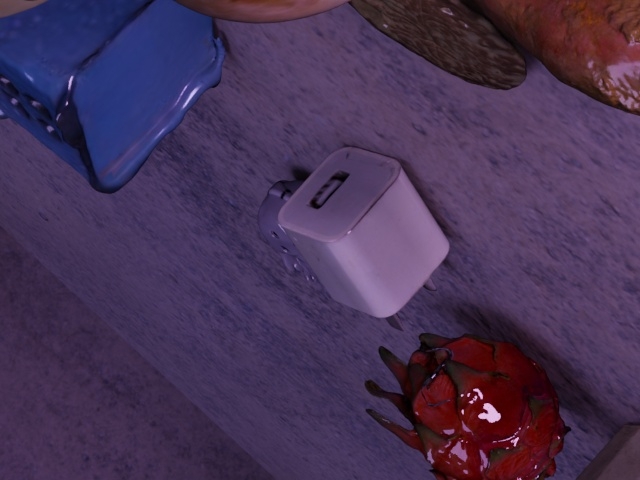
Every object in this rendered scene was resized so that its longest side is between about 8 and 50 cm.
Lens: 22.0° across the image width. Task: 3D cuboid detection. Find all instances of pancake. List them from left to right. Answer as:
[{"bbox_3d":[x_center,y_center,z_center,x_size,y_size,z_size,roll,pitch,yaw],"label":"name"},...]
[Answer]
[{"bbox_3d":[0.088,-0.194,1.430,0.212,0.029,0.235,33,174,-10],"label":"pancake"}]

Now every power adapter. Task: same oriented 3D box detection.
[{"bbox_3d":[0.065,0.014,1.857,0.125,0.130,0.205,20,151,48],"label":"power adapter"}]

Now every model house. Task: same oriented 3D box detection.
[{"bbox_3d":[-0.289,-0.242,1.808,0.303,0.237,0.215,36,162,17],"label":"model house"}]

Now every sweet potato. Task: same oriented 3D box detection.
[{"bbox_3d":[0.206,-0.161,1.222,0.385,0.109,0.109,28,158,38],"label":"sweet potato"}]

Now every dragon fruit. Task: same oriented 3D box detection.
[{"bbox_3d":[0.182,0.202,1.972,0.274,0.192,0.193,45,142,16],"label":"dragon fruit"}]

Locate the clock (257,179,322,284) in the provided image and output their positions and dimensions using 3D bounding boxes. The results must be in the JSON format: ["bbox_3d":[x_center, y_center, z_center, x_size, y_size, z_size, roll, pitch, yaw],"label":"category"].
[{"bbox_3d":[0.000,0.000,2.034,0.117,0.080,0.176,23,156,45],"label":"clock"}]

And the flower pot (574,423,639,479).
[{"bbox_3d":[0.356,0.338,1.900,0.212,0.202,0.212,37,160,16],"label":"flower pot"}]

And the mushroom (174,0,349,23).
[{"bbox_3d":[-0.051,-0.315,1.158,0.290,0.292,0.292,51,169,31],"label":"mushroom"}]

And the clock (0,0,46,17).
[{"bbox_3d":[-0.327,-0.344,1.608,0.379,0.276,0.120,39,161,16],"label":"clock"}]
